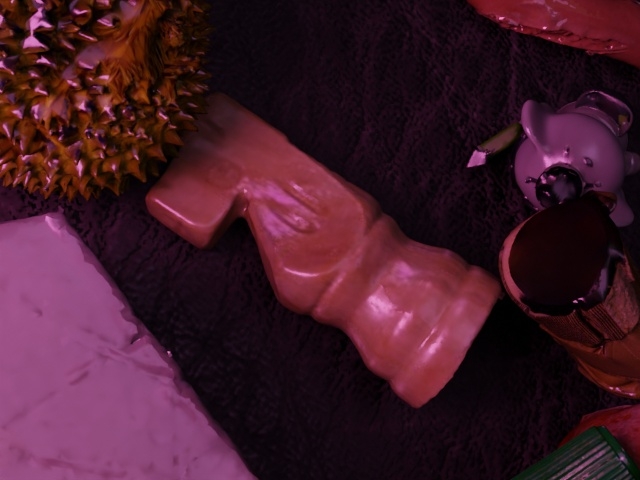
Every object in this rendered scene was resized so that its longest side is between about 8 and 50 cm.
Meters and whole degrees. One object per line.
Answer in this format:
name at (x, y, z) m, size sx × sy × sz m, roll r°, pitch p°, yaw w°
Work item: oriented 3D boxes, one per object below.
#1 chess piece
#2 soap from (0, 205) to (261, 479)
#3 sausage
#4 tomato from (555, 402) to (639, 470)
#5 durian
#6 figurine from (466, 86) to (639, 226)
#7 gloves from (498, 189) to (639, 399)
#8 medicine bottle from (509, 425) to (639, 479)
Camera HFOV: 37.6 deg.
chess piece at (0.000, 0.000, 0.781) m, size 0.300 × 0.137 × 0.137 m, roll 37°, pitch 67°, yaw 3°
soap at (-0.287, 0.188, 0.564) m, size 0.435 × 0.213 × 0.350 m, roll -34°, pitch 92°, yaw -25°
sausage at (0.277, -0.221, 0.955) m, size 0.304 × 0.078 × 0.078 m, roll 15°, pitch 73°, yaw -19°
tomato at (0.299, 0.231, 0.783) m, size 0.231 × 0.232 × 0.189 m, roll 6°, pitch 68°, yaw -21°
durian at (-0.198, -0.174, 0.668) m, size 0.291 × 0.224 × 0.291 m, roll 6°, pitch 76°, yaw -27°
figurine at (0.233, -0.075, 0.872) m, size 0.147 × 0.126 × 0.192 m, roll 43°, pitch 34°, yaw 3°
gloves at (0.276, 0.068, 0.823) m, size 0.331 × 0.154 × 0.141 m, roll 26°, pitch 76°, yaw -44°
medicine bottle at (0.103, 0.245, 0.711) m, size 0.309 × 0.076 × 0.111 m, roll -36°, pitch 73°, yaw 5°
